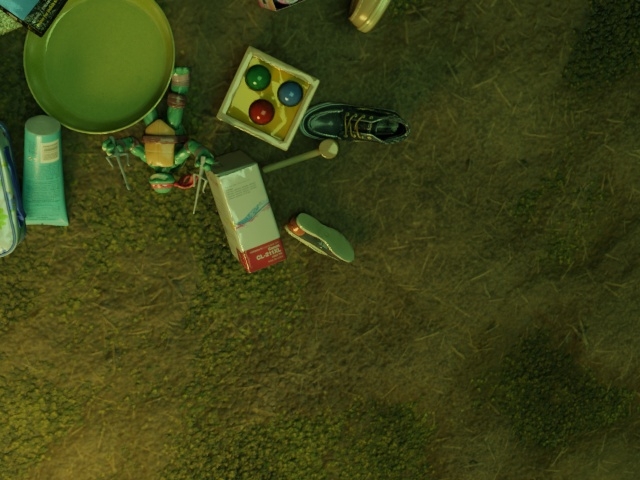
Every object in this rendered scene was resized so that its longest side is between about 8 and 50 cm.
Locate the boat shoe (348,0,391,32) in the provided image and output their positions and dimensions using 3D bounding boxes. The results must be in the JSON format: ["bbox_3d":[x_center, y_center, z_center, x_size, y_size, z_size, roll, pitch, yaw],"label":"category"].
[{"bbox_3d":[0.089,-0.507,1.690,0.110,0.122,0.341,15,91,-15],"label":"boat shoe"}]

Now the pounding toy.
[{"bbox_3d":[-0.060,-0.190,1.716,0.206,0.094,0.181,25,98,-4],"label":"pounding toy"}]

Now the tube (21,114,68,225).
[{"bbox_3d":[-0.437,-0.099,1.656,0.080,0.052,0.207,3,132,-12],"label":"tube"}]

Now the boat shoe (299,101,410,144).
[{"bbox_3d":[0.059,-0.198,1.783,0.183,0.083,0.065,-3,106,-15],"label":"boat shoe"}]

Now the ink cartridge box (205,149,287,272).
[{"bbox_3d":[-0.127,-0.051,1.747,0.072,0.127,0.175,-20,111,-11],"label":"ink cartridge box"}]

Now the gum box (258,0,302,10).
[{"bbox_3d":[-0.088,-0.462,1.649,0.062,0.107,0.188,-24,111,-8],"label":"gum box"}]

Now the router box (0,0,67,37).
[{"bbox_3d":[-0.422,-0.414,1.570,0.133,0.046,0.179,34,81,-13],"label":"router box"}]

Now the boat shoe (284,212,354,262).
[{"bbox_3d":[0.000,0.000,1.847,0.137,0.049,0.043,33,137,-25],"label":"boat shoe"}]

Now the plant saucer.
[{"bbox_3d":[-0.337,-0.282,1.622,0.241,0.037,0.240,0,89,8],"label":"plant saucer"}]

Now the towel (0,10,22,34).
[{"bbox_3d":[-0.533,-0.351,1.594,0.148,0.027,0.110,-19,111,-10],"label":"towel"}]

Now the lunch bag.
[{"bbox_3d":[-0.551,-0.077,1.622,0.176,0.090,0.219,-7,107,1],"label":"lunch bag"}]

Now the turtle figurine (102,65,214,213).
[{"bbox_3d":[-0.258,-0.160,1.681,0.175,0.118,0.234,-2,97,-5],"label":"turtle figurine"}]
